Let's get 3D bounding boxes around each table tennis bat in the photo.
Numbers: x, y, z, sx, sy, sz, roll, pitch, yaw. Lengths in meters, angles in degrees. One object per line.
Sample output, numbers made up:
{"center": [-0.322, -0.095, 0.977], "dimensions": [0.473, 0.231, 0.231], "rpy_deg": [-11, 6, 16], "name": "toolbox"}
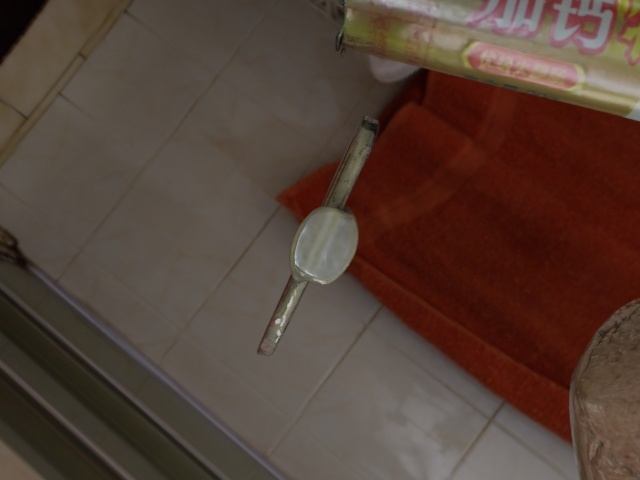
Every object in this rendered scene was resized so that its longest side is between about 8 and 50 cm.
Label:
{"center": [0.000, 0.000, 0.408], "dimensions": [0.246, 0.022, 0.138], "rpy_deg": [-95, -151, -88], "name": "table tennis bat"}

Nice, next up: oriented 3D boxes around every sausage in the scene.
{"center": [0.191, -0.101, 0.471], "dimensions": [0.082, 0.371, 0.082], "rpy_deg": [15, 90, -85], "name": "sausage"}

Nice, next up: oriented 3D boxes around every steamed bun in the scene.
{"center": [0.316, 0.157, 0.677], "dimensions": [0.301, 0.252, 0.199], "rpy_deg": [-20, -177, -37], "name": "steamed bun"}
